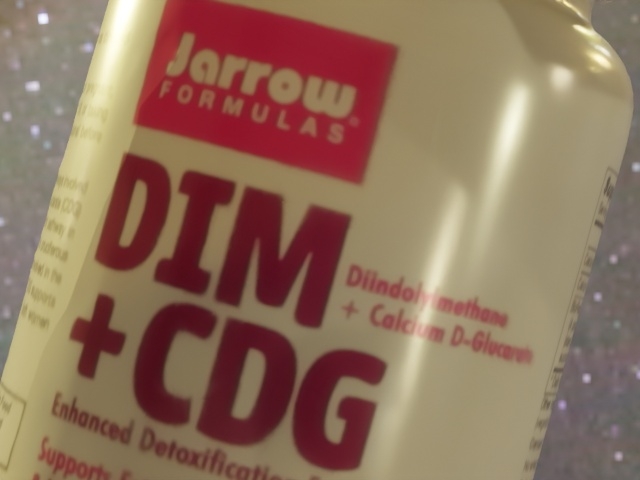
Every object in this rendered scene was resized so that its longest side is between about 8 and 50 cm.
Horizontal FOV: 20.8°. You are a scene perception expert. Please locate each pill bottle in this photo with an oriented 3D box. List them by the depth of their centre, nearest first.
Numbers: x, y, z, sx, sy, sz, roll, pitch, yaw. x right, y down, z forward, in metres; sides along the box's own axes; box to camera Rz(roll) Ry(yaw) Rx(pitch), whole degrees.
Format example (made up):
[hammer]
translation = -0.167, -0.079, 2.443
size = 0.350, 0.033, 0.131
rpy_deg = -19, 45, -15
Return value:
[pill bottle]
translation = 0.000, 0.000, 0.521
size = 0.160, 0.283, 0.160
rpy_deg = 15, 180, 0
